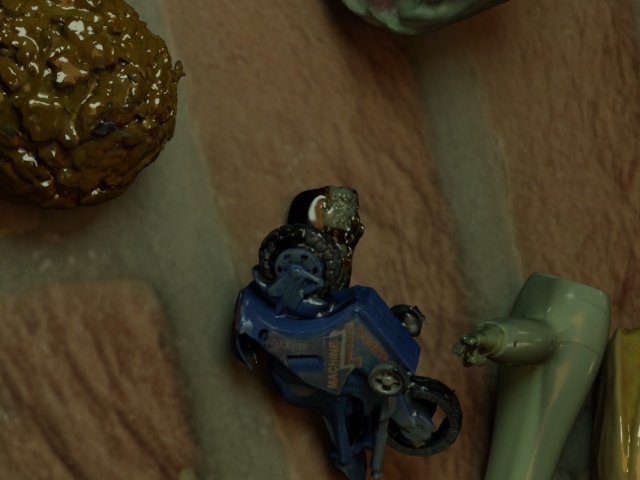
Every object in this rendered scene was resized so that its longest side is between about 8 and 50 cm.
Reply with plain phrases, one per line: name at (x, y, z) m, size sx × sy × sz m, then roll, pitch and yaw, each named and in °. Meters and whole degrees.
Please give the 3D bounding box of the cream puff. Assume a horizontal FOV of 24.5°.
cream puff at (-0.161, -0.094, 0.909) m, size 0.165 × 0.115 × 0.150 m, roll -8°, pitch 95°, yaw -31°

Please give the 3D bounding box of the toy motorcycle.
toy motorcycle at (0.008, 0.080, 1.006) m, size 0.205 × 0.114 × 0.076 m, roll 52°, pitch 29°, yaw -20°

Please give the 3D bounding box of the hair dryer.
hair dryer at (0.130, 0.111, 1.035) m, size 0.237 × 0.075 × 0.206 m, roll 32°, pitch 73°, yaw -63°

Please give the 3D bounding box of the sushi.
sushi at (0.000, 0.000, 1.036) m, size 0.046 × 0.044 × 0.083 m, roll 9°, pitch 81°, yaw -30°

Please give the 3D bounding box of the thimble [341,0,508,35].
thimble at (0.076, -0.257, 1.008) m, size 0.149 × 0.185 × 0.211 m, roll -26°, pitch 125°, yaw -27°

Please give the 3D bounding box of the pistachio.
pistachio at (0.266, 0.162, 1.131) m, size 0.145 × 0.117 × 0.200 m, roll 5°, pitch 87°, yaw -66°
